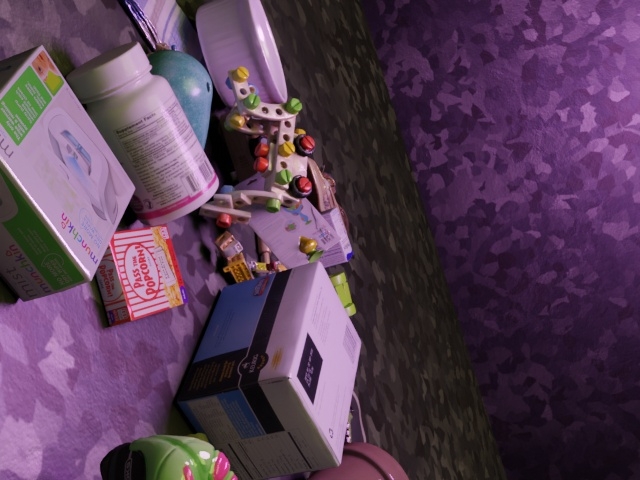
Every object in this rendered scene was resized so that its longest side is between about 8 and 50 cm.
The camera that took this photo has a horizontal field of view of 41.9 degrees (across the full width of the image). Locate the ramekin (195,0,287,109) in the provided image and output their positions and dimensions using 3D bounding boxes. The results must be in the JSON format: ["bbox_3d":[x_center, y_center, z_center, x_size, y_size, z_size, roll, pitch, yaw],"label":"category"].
[{"bbox_3d":[-0.180,-0.431,1.913,0.277,0.135,0.277,-16,90,-83],"label":"ramekin"}]

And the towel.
[{"bbox_3d":[-0.322,-0.455,1.789,0.209,0.034,0.285,-86,152,-46],"label":"towel"}]

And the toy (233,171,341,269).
[{"bbox_3d":[-0.082,-0.041,1.774,0.237,0.137,0.056,47,-23,22],"label":"toy"}]

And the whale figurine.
[{"bbox_3d":[-0.262,-0.233,1.612,0.216,0.141,0.272,-63,140,-64],"label":"whale figurine"}]

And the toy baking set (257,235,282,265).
[{"bbox_3d":[-0.106,0.001,2.026,0.197,0.030,0.256,37,41,-64],"label":"toy baking set"}]

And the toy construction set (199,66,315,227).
[{"bbox_3d":[-0.127,-0.174,1.719,0.215,0.151,0.328,20,74,-28],"label":"toy construction set"}]

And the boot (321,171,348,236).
[{"bbox_3d":[0.009,-0.072,2.356,0.106,0.082,0.219,-44,123,-43],"label":"boot"}]

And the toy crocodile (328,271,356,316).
[{"bbox_3d":[0.003,0.164,2.101,0.340,0.105,0.115,-30,104,-65],"label":"toy crocodile"}]

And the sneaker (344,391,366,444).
[{"bbox_3d":[0.051,0.445,2.010,0.118,0.083,0.222,-58,130,-64],"label":"sneaker"}]

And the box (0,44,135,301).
[{"bbox_3d":[-0.402,-0.092,1.156,0.231,0.126,0.262,-81,150,-53],"label":"box"}]

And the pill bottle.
[{"bbox_3d":[-0.304,-0.182,1.433,0.160,0.160,0.283,-71,140,-58],"label":"pill bottle"}]

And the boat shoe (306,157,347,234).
[{"bbox_3d":[-0.003,-0.101,2.235,0.089,0.104,0.285,-37,123,-37],"label":"boat shoe"}]

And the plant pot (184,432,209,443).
[{"bbox_3d":[-0.208,0.368,1.399,0.083,0.083,0.079,44,23,-55],"label":"plant pot"}]

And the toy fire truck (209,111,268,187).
[{"bbox_3d":[-0.139,-0.201,1.956,0.246,0.158,0.217,-28,101,-60],"label":"toy fire truck"}]

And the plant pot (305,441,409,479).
[{"bbox_3d":[0.031,0.563,1.684,0.229,0.263,0.263,-6,79,-52],"label":"plant pot"}]

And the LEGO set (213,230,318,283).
[{"bbox_3d":[-0.136,0.049,1.796,0.287,0.132,0.107,23,31,-36],"label":"LEGO set"}]

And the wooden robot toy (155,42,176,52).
[{"bbox_3d":[-0.276,-0.328,1.709,0.076,0.079,0.173,-49,134,-35],"label":"wooden robot toy"}]

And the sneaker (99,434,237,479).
[{"bbox_3d":[-0.207,0.488,1.138,0.185,0.202,0.483,-10,102,-56],"label":"sneaker"}]

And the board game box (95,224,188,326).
[{"bbox_3d":[-0.305,0.055,1.413,0.193,0.045,0.147,-17,90,-70],"label":"board game box"}]

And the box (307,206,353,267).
[{"bbox_3d":[0.000,0.000,2.160,0.072,0.126,0.137,-45,117,-70],"label":"box"}]

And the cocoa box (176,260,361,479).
[{"bbox_3d":[-0.084,0.245,1.587,0.347,0.227,0.231,-75,144,-56],"label":"cocoa box"}]
